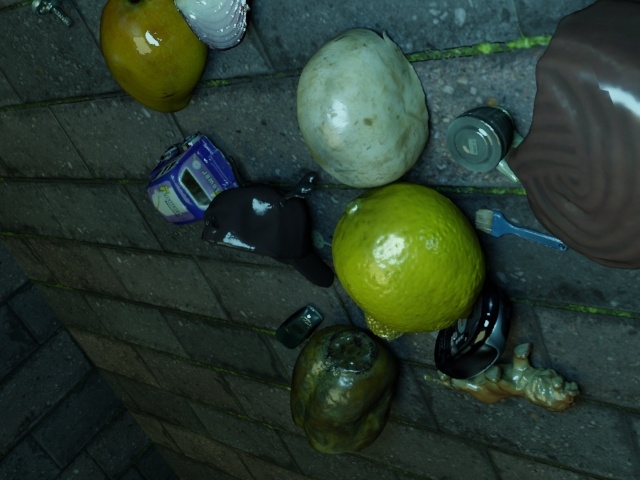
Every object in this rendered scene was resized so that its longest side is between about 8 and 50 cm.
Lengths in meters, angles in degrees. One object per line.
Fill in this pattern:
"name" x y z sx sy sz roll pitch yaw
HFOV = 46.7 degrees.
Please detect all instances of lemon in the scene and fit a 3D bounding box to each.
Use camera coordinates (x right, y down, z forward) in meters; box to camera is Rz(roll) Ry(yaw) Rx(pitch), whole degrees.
"lemon" 0.156 0.034 1.285 0.320 0.245 0.245 43 149 -26

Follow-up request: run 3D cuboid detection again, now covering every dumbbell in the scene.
"dumbbell" -0.621 -0.547 1.574 0.254 0.081 0.081 44 147 -3

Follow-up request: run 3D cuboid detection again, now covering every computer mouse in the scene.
"computer mouse" 0.297 0.175 1.404 0.096 0.137 0.233 21 144 -4

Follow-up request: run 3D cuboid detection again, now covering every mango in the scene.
"mango" -0.313 -0.354 1.405 0.211 0.173 0.317 34 158 2

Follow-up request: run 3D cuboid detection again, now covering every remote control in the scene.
"remote control" -0.057 0.223 1.892 0.072 0.042 0.222 44 146 1

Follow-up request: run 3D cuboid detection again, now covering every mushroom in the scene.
"mushroom" 0.045 -0.193 1.195 0.195 0.189 0.254 0 124 43

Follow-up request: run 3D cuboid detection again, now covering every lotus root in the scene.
"lotus root" 0.055 0.336 1.736 0.250 0.250 0.346 31 144 17

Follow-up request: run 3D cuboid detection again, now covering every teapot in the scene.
"teapot" 0.256 -0.149 1.117 0.092 0.091 0.124 -9 116 51

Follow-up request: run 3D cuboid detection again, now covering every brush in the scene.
"brush" 0.337 -0.015 1.252 0.164 0.014 0.051 21 143 27

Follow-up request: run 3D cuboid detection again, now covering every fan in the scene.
"fan" 0.000 0.000 1.619 0.083 0.004 0.056 23 141 27

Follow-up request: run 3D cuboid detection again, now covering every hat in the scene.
"hat" -0.081 -0.050 1.539 0.336 0.209 0.238 24 180 -39

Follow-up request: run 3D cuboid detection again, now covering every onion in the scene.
"onion" -0.182 -0.428 1.250 0.098 0.151 0.206 -129 23 -62

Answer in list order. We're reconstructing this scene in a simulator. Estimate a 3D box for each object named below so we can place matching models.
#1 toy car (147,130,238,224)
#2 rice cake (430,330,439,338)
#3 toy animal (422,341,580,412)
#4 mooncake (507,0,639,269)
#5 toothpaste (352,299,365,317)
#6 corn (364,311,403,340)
"toy car" -0.298 -0.120 1.651 0.235 0.158 0.172 -13 118 51
"rice cake" 0.241 0.127 1.491 0.033 0.033 0.208 32 145 32
"toy animal" 0.371 0.286 1.487 0.157 0.097 0.312 47 148 -18
"mooncake" 0.371 -0.122 0.917 0.334 0.174 0.326 52 160 -10
"toothpaste" 0.081 0.117 1.643 0.057 0.035 0.197 20 145 55
"corn" 0.122 0.096 1.528 0.091 0.091 0.260 1 126 22
